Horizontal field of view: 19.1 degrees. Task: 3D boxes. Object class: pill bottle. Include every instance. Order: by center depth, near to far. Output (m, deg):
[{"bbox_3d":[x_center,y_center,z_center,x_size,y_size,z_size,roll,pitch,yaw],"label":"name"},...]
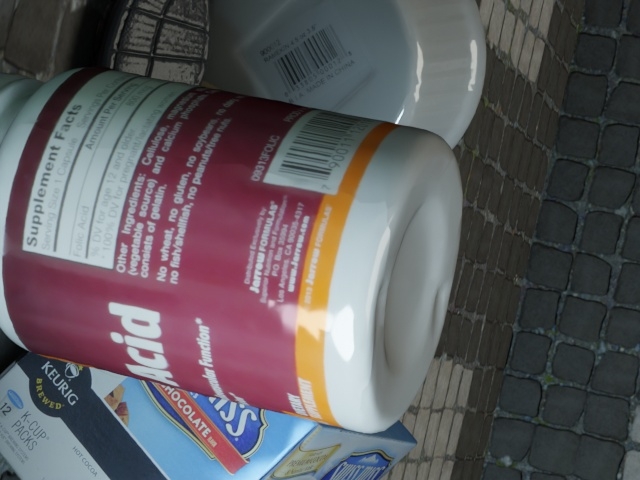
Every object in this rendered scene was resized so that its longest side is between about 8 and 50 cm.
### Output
[{"bbox_3d":[-0.112,-0.005,1.410,0.224,0.392,0.224,12,90,-71],"label":"pill bottle"}]

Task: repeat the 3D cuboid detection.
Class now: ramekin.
[{"bbox_3d":[0.013,-0.181,1.885,0.135,0.277,0.277,-18,119,-61],"label":"ramekin"}]

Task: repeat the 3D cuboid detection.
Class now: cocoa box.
[{"bbox_3d":[-0.099,0.165,1.694,0.228,0.231,0.347,-43,163,6],"label":"cocoa box"}]

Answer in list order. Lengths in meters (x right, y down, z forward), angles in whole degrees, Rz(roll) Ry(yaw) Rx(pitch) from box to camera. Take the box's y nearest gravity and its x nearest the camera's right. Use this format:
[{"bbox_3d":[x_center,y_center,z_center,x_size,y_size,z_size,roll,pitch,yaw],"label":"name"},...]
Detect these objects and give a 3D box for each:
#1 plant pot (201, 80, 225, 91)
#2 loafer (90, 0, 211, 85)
[{"bbox_3d":[-0.121,-0.098,1.800,0.109,0.096,0.109,48,56,-69],"label":"plant pot"},{"bbox_3d":[-0.174,-0.113,1.684,0.109,0.095,0.302,10,87,-42],"label":"loafer"}]
